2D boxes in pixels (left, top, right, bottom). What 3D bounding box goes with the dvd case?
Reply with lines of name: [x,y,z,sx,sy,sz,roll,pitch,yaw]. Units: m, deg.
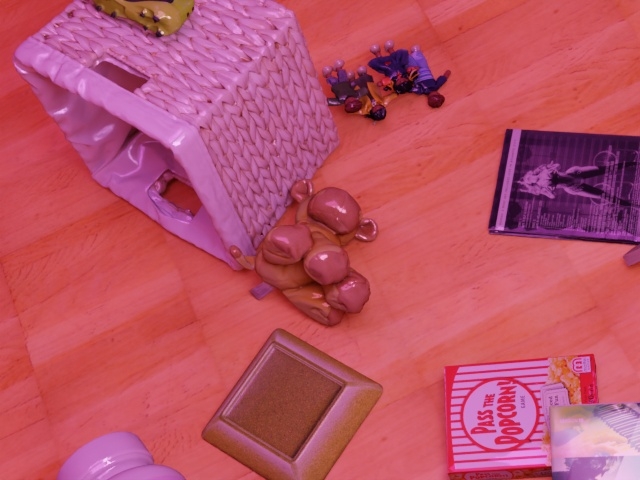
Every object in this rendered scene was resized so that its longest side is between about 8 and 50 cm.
dvd case: [0.353,-0.075,1.853,0.221,0.018,0.164,5,65,18]

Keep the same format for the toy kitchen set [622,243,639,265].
toy kitchen set: [0.460,0.030,1.761,0.068,0.075,0.083,-30,89,-44]

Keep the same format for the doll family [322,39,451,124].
doll family: [0.100,-0.227,1.979,0.193,0.076,0.111,-26,53,-2]

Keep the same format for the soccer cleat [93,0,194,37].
soccer cleat: [-0.246,-0.325,1.777,0.179,0.060,0.072,30,56,22]

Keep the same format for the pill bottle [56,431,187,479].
pill bottle: [-0.208,0.388,1.673,0.169,0.169,0.301,-36,59,-5]

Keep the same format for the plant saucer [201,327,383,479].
plant saucer: [-0.044,0.221,1.790,0.188,0.045,0.188,27,72,27]

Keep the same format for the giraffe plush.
giraffe plush: [0.000,0.000,1.853,0.210,0.181,0.170,-6,42,53]

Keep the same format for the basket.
basket: [-0.190,-0.195,1.897,0.328,0.331,0.266,30,72,28]

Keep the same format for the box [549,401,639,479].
box: [0.389,0.346,1.557,0.232,0.058,0.322,-5,70,14]

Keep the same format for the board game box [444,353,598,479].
board game box: [0.256,0.226,1.699,0.193,0.045,0.147,-7,61,13]
